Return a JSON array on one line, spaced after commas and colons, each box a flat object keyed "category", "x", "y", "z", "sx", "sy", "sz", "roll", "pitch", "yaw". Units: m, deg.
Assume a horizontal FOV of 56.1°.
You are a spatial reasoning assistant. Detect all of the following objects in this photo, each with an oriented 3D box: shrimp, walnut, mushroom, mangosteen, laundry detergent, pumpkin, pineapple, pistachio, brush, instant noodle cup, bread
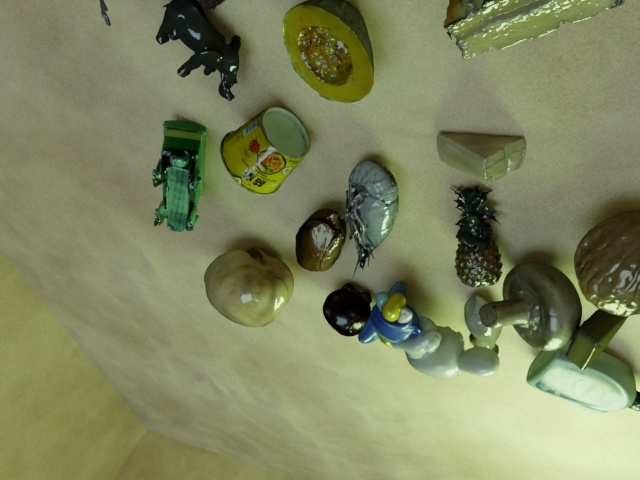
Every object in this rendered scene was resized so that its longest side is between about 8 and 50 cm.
[{"category": "shrimp", "x": 0.111, "y": -0.048, "z": 1.471, "sx": 0.145, "sy": 0.116, "sz": 0.343, "roll": 19, "pitch": 133, "yaw": 16}, {"category": "walnut", "x": 0.605, "y": 0.049, "z": 1.182, "sx": 0.213, "sy": 0.213, "sz": 0.213, "roll": 18, "pitch": 140, "yaw": 16}, {"category": "mushroom", "x": 0.427, "y": 0.226, "z": 1.579, "sx": 0.097, "sy": 0.088, "sz": 0.212, "roll": 7, "pitch": 143, "yaw": 23}, {"category": "mangosteen", "x": 0.084, "y": 0.200, "z": 1.751, "sx": 0.152, "sy": 0.152, "sz": 0.152, "roll": 18, "pitch": 140, "yaw": 16}, {"category": "laundry detergent", "x": 0.699, "y": 0.370, "z": 1.545, "sx": 0.280, "sy": 0.105, "sz": 0.215, "roll": 25, "pitch": 141, "yaw": 5}, {"category": "pumpkin", "x": 0.031, "y": -0.387, "z": 1.176, "sx": 0.217, "sy": 0.110, "sz": 0.217, "roll": 26, "pitch": 154, "yaw": 14}, {"category": "mushroom", "x": 0.468, "y": 0.155, "z": 1.361, "sx": 0.215, "sy": 0.207, "sz": 0.207, "roll": -11, "pitch": 142, "yaw": -16}, {"category": "pineapple", "x": 0.357, "y": -0.011, "z": 1.368, "sx": 0.125, "sy": 0.125, "sz": 0.251, "roll": 4, "pitch": 124, "yaw": 30}, {"category": "pistachio", "x": -0.218, "y": 0.138, "z": 1.809, "sx": 0.321, "sy": 0.229, "sz": 0.238, "roll": 7, "pitch": 94, "yaw": 46}, {"category": "brush", "x": 0.622, "y": 0.189, "z": 1.326, "sx": 0.059, "sy": 0.197, "sz": 0.123, "roll": 37, "pitch": 147, "yaw": 30}, {"category": "instant noodle cup", "x": -0.120, "y": -0.217, "z": 1.405, "sx": 0.182, "sy": 0.182, "sz": 0.144, "roll": 44, "pitch": 132, "yaw": -15}, {"category": "bread", "x": 0.330, "y": -0.187, "z": 1.247, "sx": 0.152, "sy": 0.105, "sz": 0.077, "roll": 43, "pitch": 156, "yaw": 42}, {"category": "bread", "x": 0.303, "y": -0.397, "z": 0.855, "sx": 0.239, "sy": 0.246, "sz": 0.111, "roll": -15, "pitch": 140, "yaw": 43}, {"category": "walnut", "x": 0.000, "y": 0.000, "z": 1.581, "sx": 0.137, "sy": 0.137, "sz": 0.245, "roll": 26, "pitch": 141, "yaw": 7}]

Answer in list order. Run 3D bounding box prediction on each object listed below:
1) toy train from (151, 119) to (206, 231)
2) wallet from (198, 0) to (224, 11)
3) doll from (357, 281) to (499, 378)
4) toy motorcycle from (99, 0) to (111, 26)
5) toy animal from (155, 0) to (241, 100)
[{"category": "toy train", "x": -0.373, "y": -0.159, "z": 1.607, "sx": 0.120, "sy": 0.202, "sz": 0.301, "roll": 7, "pitch": 142, "yaw": -7}, {"category": "wallet", "x": -0.187, "y": -0.550, "z": 1.179, "sx": 0.230, "sy": 0.042, "sz": 0.124, "roll": -12, "pitch": 128, "yaw": 42}, {"category": "doll", "x": 0.260, "y": 0.249, "z": 1.639, "sx": 0.365, "sy": 0.187, "sz": 0.376, "roll": 37, "pitch": 143, "yaw": -11}, {"category": "toy motorcycle", "x": -0.432, "y": -0.634, "z": 1.180, "sx": 0.207, "sy": 0.134, "sz": 0.401, "roll": 16, "pitch": 138, "yaw": 20}, {"category": "toy animal", "x": -0.263, "y": -0.418, "z": 1.316, "sx": 0.245, "sy": 0.114, "sz": 0.146, "roll": 42, "pitch": 141, "yaw": -14}]
